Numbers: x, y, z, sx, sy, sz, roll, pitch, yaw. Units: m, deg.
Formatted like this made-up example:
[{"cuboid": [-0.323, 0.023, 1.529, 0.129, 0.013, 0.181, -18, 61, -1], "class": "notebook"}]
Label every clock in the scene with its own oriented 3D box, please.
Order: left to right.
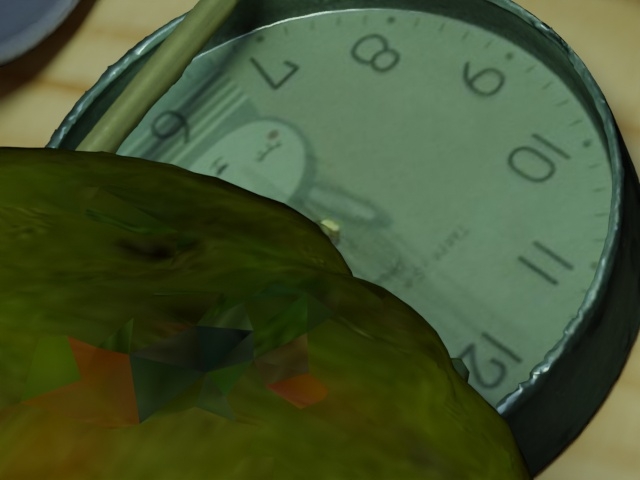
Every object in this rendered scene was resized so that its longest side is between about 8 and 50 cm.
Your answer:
[{"cuboid": [0.000, 0.000, 0.644, 0.215, 0.042, 0.215, -8, 55, 12], "class": "clock"}]

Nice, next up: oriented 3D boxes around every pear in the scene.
[{"cuboid": [-0.103, 0.111, 0.470, 0.321, 0.269, 0.269, -29, 53, -1], "class": "pear"}]

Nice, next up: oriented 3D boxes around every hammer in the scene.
[{"cuboid": [-0.066, -0.053, 0.663, 0.060, 0.028, 0.195, 20, 62, 35], "class": "hammer"}]

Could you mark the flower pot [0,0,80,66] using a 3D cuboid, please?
[{"cuboid": [-0.228, -0.196, 0.733, 0.243, 0.265, 0.265, 6, 58, 34], "class": "flower pot"}]
